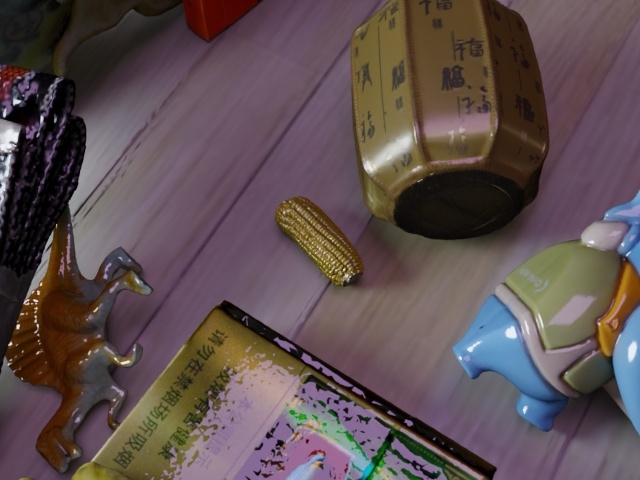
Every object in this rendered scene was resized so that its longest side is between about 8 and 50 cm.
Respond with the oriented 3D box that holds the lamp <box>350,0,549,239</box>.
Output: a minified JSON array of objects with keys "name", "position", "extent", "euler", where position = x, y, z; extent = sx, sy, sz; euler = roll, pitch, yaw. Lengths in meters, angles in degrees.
[{"name":"lamp","position":[0.100,-0.104,0.809],"extent":[0.161,0.161,0.185],"euler":[-4,59,-1]}]

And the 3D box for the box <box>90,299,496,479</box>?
[{"name":"box","position":[-0.021,0.170,0.713],"extent":[0.240,0.071,0.159],"euler":[30,65,16]}]

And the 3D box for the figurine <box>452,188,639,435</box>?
[{"name":"figurine","position":[0.241,0.062,0.737],"extent":[0.262,0.154,0.180],"euler":[-33,74,3]}]

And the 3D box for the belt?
[{"name":"belt","position":[-0.267,0.045,0.733],"extent":[0.094,0.126,0.359],"euler":[14,79,10]}]

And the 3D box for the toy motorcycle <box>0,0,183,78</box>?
[{"name":"toy motorcycle","position":[-0.239,-0.229,0.840],"extent":[0.169,0.237,0.410],"euler":[44,68,5]}]

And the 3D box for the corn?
[{"name":"corn","position":[0.000,0.000,0.821],"extent":[0.037,0.037,0.092],"euler":[-34,67,-15]}]

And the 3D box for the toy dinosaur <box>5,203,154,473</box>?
[{"name":"toy dinosaur","position":[-0.199,0.065,0.793],"extent":[0.142,0.057,0.212],"euler":[-42,58,-2]}]

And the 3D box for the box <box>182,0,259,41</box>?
[{"name":"box","position":[-0.032,-0.300,0.923],"extent":[0.035,0.139,0.245],"euler":[42,72,18]}]

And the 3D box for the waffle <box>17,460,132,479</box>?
[{"name":"waffle","position":[-0.158,0.294,0.632],"extent":[0.300,0.058,0.281],"euler":[26,81,19]}]
